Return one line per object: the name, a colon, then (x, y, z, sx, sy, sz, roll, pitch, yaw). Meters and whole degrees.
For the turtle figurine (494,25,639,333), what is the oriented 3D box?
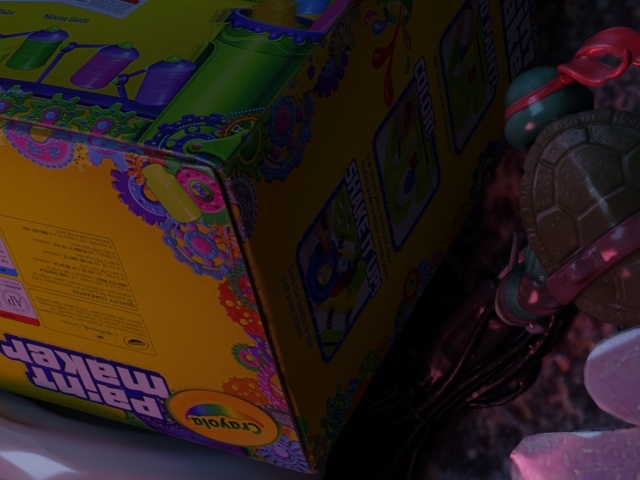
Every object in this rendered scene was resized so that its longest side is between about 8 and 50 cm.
turtle figurine: (0.139, 0.000, 0.658, 0.175, 0.118, 0.234, -36, 77, 30)

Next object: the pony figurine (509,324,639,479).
pony figurine: (0.227, 0.147, 0.435, 0.363, 0.351, 0.303, 50, 141, 36)

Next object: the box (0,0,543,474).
box: (-0.082, -0.079, 0.721, 0.290, 0.177, 0.279, 12, 48, 27)

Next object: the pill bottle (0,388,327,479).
pill bottle: (-0.121, 0.250, 0.772, 0.204, 0.204, 0.361, 17, 101, 42)

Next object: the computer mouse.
computer mouse: (0.000, 0.000, 0.832, 0.188, 0.072, 0.272, -49, 53, 23)
